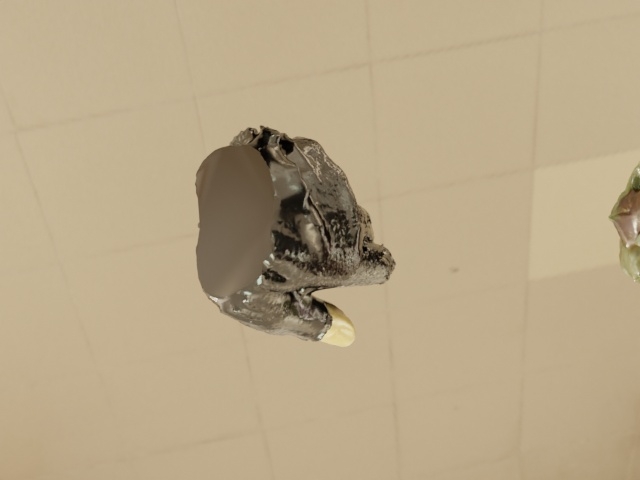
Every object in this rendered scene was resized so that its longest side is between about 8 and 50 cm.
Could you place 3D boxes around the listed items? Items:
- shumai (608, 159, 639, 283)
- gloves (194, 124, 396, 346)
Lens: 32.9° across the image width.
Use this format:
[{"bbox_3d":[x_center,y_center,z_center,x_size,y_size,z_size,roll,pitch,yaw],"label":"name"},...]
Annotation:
[{"bbox_3d":[0.326,-0.037,0.916,0.218,0.189,0.256,-13,141,-48],"label":"shumai"},{"bbox_3d":[0.001,-0.003,0.744,0.106,0.129,0.181,-39,154,31],"label":"gloves"}]
